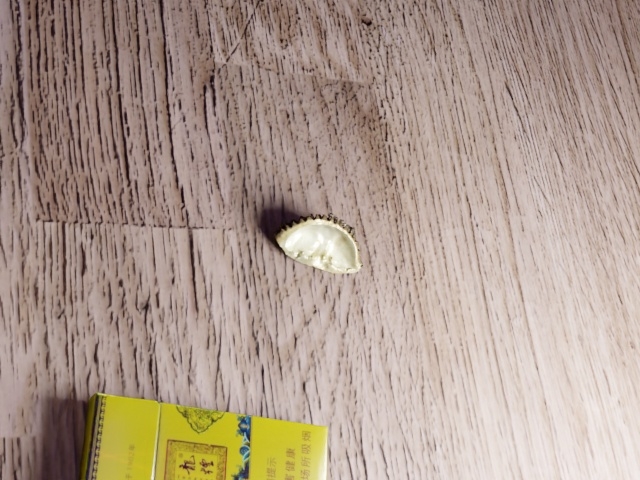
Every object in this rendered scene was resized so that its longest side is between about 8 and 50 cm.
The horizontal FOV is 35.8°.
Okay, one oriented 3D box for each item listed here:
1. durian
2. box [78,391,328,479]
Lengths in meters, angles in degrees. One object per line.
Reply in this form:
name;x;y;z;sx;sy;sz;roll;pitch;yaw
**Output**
durian;0.004;-0.001;1.274;0.130;0.052;0.066;20;61;-20
box;-0.123;0.263;1.085;0.279;0.041;0.153;13;62;-23
